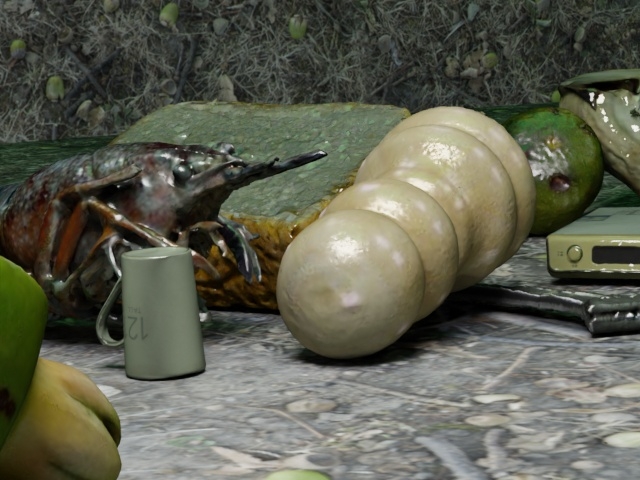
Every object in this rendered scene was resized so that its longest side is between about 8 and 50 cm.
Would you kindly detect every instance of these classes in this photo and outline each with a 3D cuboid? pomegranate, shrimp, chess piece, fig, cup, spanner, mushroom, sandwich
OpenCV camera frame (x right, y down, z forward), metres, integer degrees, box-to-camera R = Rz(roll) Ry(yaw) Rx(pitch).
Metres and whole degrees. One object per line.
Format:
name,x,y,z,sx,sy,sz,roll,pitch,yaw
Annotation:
pomegranate,-0.219,0.078,0.847,0.190,0.159,0.241,10,-15,25
shrimp,-0.127,-0.003,1.348,0.372,0.137,0.172,-4,-4,35
chess piece,0.055,0.006,1.304,0.143,0.142,0.261,1,21,25
fig,0.218,-0.057,1.813,0.123,0.123,0.156,-3,-27,-3
cup,-0.113,0.047,1.226,0.054,0.083,0.075,-10,10,-36
spanner,0.168,0.044,1.370,0.093,0.026,0.325,-8,8,-35
mushroom,0.384,-0.105,1.886,0.267,0.164,0.189,-8,5,-15
sandwich,-0.071,-0.038,1.545,0.301,0.099,0.271,2,31,28

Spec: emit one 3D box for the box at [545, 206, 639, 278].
box,0.345,0.003,1.530,0.270,0.045,0.211,0,8,22
